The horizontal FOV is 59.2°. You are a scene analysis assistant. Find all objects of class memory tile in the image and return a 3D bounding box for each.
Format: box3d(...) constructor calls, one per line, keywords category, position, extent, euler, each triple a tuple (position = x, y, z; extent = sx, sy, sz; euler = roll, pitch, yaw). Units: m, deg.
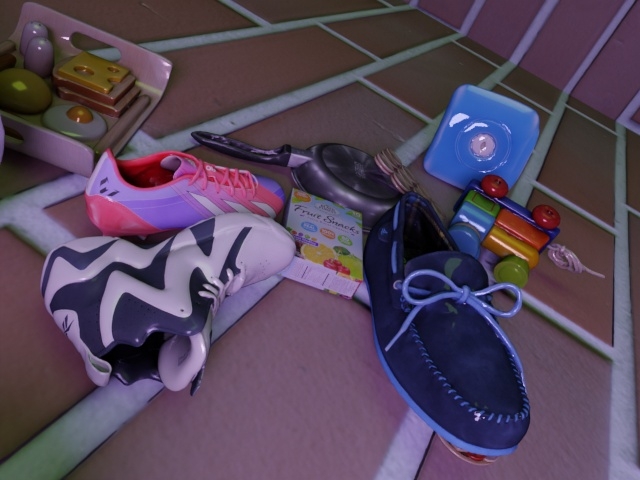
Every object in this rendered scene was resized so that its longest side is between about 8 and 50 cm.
box3d(category="memory tile", position=(0.137, -0.078, 0.854), extent=(0.148, 0.012, 0.113), euler=(50, 23, -2))

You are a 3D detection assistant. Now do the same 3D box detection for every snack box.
box3d(category="snack box", position=(0.000, 0.000, 0.690), extent=(0.100, 0.037, 0.141), euler=(21, 34, -11))

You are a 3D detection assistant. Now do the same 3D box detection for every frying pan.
box3d(category="frying pan", position=(-0.005, -0.119, 0.843), extent=(0.326, 0.053, 0.197), euler=(32, 33, 2))

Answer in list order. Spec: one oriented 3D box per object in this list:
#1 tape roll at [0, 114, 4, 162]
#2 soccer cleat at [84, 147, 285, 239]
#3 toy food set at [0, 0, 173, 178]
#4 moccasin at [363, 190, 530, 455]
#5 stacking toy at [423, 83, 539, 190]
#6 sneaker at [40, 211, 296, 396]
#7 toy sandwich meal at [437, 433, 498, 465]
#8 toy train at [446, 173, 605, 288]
box3d(category="tape roll", position=(-0.334, -0.059, 0.374), extent=(0.072, 0.219, 0.219), euler=(37, 35, 14))
box3d(category="soccer cleat", position=(-0.131, -0.056, 0.623), extent=(0.248, 0.095, 0.083), euler=(-8, 47, -40))
box3d(category="toy food set", position=(-0.327, -0.205, 0.689), extent=(0.220, 0.092, 0.306), euler=(21, 35, -9))
box3d(category="moccasin", position=(0.113, 0.056, 0.590), extent=(0.138, 0.116, 0.342), euler=(8, 30, -22))
box3d(category="stacking toy", position=(0.306, -0.206, 1.107), extent=(0.166, 0.175, 0.302), euler=(23, 20, 3))
box3d(category="sneaker", position=(-0.103, 0.060, 0.490), extent=(0.235, 0.094, 0.153), euler=(-4, 46, -38))
box3d(category="toy sandwich meal", position=(0.147, 0.179, 0.558), extent=(0.086, 0.029, 0.085), euler=(18, 35, -13))
box3d(category="toy train", position=(0.298, 0.021, 0.821), extent=(0.248, 0.105, 0.143), euler=(33, 44, 8))
